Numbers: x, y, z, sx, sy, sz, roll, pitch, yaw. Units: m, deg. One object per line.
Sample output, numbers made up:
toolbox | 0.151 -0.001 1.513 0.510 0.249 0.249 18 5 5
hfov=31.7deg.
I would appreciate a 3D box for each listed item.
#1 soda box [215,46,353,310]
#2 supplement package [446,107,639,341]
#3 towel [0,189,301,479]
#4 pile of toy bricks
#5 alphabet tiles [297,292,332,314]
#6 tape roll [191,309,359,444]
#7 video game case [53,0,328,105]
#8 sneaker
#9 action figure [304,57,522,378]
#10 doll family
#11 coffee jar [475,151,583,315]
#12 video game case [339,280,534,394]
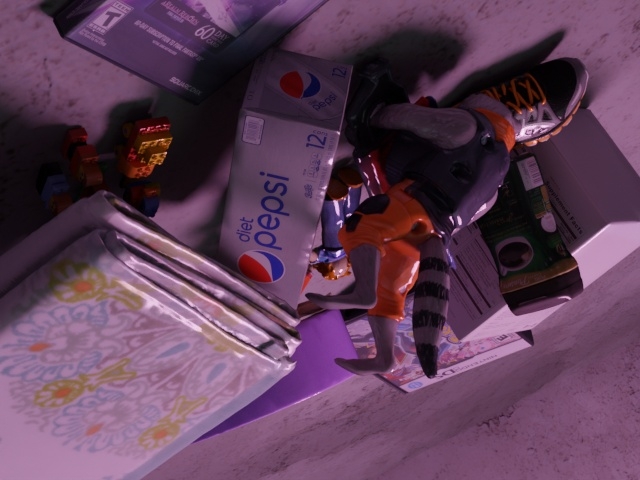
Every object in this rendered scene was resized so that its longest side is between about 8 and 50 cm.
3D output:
soda box | -0.043 -0.042 1.078 0.091 0.098 0.286 12 137 -2
supplement package | 0.276 -0.024 1.505 0.199 0.198 0.263 -3 146 -51
towel | -0.236 0.130 1.034 0.374 0.090 0.320 -36 143 12
pile of toy bricks | -0.194 -0.013 1.043 0.118 0.105 0.212 -15 154 -35
alphabet tiles | -0.126 0.122 1.454 0.284 0.021 0.278 -15 174 -34
tape roll | -0.089 0.174 1.425 0.275 0.090 0.275 -22 178 -1
video game case | -0.049 -0.220 0.884 0.274 0.026 0.196 -36 158 16
sneaker | 0.213 -0.148 1.311 0.215 0.084 0.083 -32 154 7
action figure | 0.123 -0.008 1.193 0.330 0.178 0.341 -61 145 -19
doll family | 0.000 0.000 1.341 0.263 0.118 0.163 -24 141 -26
coffee jar | 0.242 -0.006 1.345 0.096 0.184 0.079 -21 178 37
video game case | 0.163 0.145 1.761 0.248 0.035 0.275 -25 141 26
